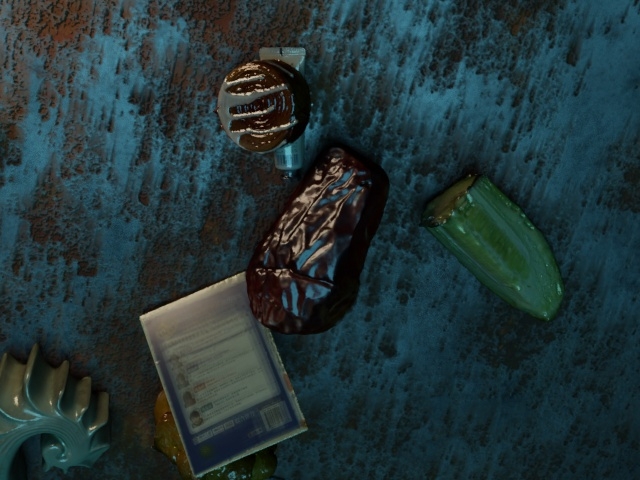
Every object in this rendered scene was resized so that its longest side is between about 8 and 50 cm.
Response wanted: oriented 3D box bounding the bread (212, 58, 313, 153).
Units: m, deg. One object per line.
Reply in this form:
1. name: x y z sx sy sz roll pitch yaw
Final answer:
1. bread: -0.096 -0.222 1.480 0.160 0.073 0.161 8 111 21

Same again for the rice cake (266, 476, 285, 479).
1. rice cake: -0.170 0.586 1.903 0.124 0.038 0.211 20 112 -15

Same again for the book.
1. book: -0.182 0.241 1.629 0.228 0.018 0.323 -22 72 1

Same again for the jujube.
1. jujube: 0.000 0.000 1.561 0.216 0.216 0.342 19 104 -14

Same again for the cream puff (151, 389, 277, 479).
1. cream puff: -0.207 0.378 1.711 0.269 0.241 0.155 37 105 10

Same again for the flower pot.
1. flower pot: -0.591 0.385 1.702 0.367 0.165 0.254 -39 118 11

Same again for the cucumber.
1. cucumber: 0.333 0.018 1.652 0.325 0.105 0.145 42 78 -21

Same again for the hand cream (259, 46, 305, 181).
1. hand cream: -0.060 -0.217 1.535 0.080 0.050 0.234 -1 111 5
